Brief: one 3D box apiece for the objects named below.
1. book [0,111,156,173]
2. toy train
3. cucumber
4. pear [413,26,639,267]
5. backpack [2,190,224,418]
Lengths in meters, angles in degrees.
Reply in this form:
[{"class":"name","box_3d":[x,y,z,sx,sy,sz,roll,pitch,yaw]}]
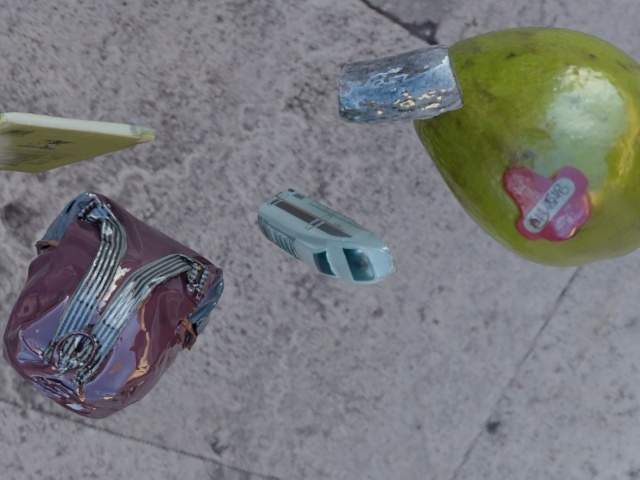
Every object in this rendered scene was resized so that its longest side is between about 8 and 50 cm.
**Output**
[{"class":"book","box_3d":[-0.275,-0.086,0.952,0.168,0.192,0.013,0,82,-51]},{"class":"toy train","box_3d":[0.000,0.000,1.703,0.088,0.407,0.086,-25,111,-16]},{"class":"cucumber","box_3d":[0.069,-0.137,0.922,0.112,0.064,0.064,-10,121,10]},{"class":"pear","box_3d":[0.273,-0.135,1.310,0.287,0.375,0.287,-55,169,-17]},{"class":"backpack","box_3d":[-0.320,0.102,1.527,0.283,0.317,0.197,31,137,-3]}]
